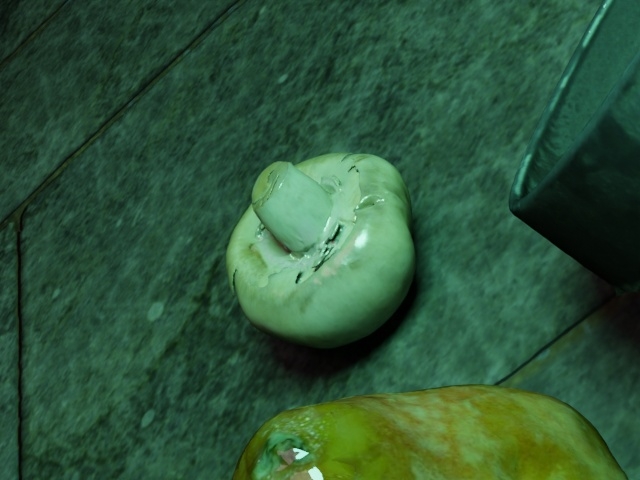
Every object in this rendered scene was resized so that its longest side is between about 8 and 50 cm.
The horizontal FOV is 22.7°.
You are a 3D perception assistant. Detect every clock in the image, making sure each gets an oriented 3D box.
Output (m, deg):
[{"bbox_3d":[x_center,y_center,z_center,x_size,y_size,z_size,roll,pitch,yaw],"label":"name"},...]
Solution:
[{"bbox_3d":[0.221,-0.154,0.832,0.386,0.076,0.386,-60,0,1],"label":"clock"}]

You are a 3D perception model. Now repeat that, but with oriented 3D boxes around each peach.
[{"bbox_3d":[0.052,0.161,0.771,0.214,0.235,0.214,-23,48,27],"label":"peach"}]

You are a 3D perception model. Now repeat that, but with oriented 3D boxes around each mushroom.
[{"bbox_3d":[0.000,0.000,1.105,0.154,0.122,0.154,-29,34,22],"label":"mushroom"}]
